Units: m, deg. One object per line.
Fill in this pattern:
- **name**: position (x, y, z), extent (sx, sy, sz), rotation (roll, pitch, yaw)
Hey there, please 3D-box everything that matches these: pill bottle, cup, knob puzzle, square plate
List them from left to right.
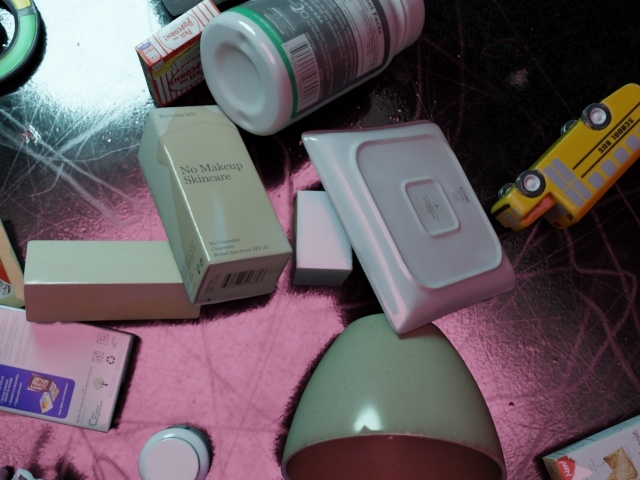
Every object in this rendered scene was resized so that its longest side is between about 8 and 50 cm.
- **knob puzzle**: position (-0.598, 0.060, 1.333), extent (0.213, 0.030, 0.213), rotation (0, 90, -6)
- **pill bottle**: position (-0.224, 0.343, 1.240), extent (0.108, 0.180, 0.108), rotation (1, 79, -4)
- **pill bottle**: position (-0.003, -0.336, 1.337), extent (0.361, 0.204, 0.204), rotation (-35, 83, -32)
- **cup**: position (0.112, 0.254, 1.244), extent (0.331, 0.331, 0.237), rotation (6, 55, -4)
- **square plate**: position (0.166, -0.049, 1.313), extent (0.344, 0.049, 0.347), rotation (-14, 74, -44)

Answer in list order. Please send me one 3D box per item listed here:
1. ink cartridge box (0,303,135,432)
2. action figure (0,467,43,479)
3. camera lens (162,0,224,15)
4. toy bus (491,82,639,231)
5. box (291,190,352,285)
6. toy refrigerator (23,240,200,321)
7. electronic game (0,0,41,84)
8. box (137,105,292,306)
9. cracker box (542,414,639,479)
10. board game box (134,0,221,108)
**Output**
- **ink cartridge box**: position (-0.482, 0.194, 1.293), extent (0.332, 0.065, 0.165), rotation (14, 84, -6)
- **action figure**: position (-0.558, 0.414, 1.163), extent (0.370, 0.248, 0.276), rotation (-1, 80, -3)
- **camera lens**: position (-0.172, -0.537, 1.394), extent (0.274, 0.219, 0.219), rotation (-26, 82, -10)
- **toy bus**: position (0.460, -0.136, 1.432), extent (0.332, 0.108, 0.130), rotation (-44, 87, -12)
- **box**: position (0.000, 0.000, 1.331), extent (0.091, 0.170, 0.130), rotation (2, 78, -4)
- **toy refrigerator**: position (-0.331, 0.067, 1.294), extent (0.269, 0.094, 0.102), rotation (0, 41, -16)
- **electronic game**: position (-0.610, -0.374, 1.411), extent (0.229, 0.048, 0.229), rotation (1, 79, -5)
- **box**: position (-0.177, -0.063, 1.287), extent (0.148, 0.121, 0.311), rotation (-10, 59, -30)
- **cracker box**: position (0.516, 0.398, 1.353), extent (0.232, 0.067, 0.156), rotation (-21, 81, -8)
- **board game box**: position (-0.232, -0.313, 1.359), extent (0.146, 0.193, 0.045), rotation (-37, 85, -10)
